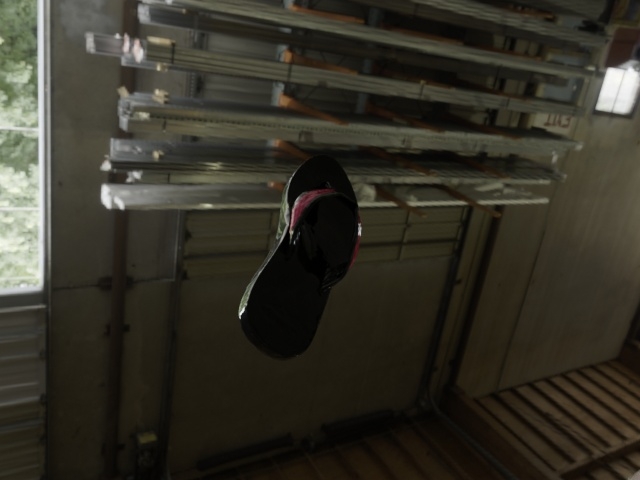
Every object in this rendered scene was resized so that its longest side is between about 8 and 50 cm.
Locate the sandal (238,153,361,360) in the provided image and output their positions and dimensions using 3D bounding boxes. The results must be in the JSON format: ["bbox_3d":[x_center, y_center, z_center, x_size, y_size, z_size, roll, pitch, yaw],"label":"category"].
[{"bbox_3d":[0.000,0.000,0.378,0.067,0.040,0.179,38,-140,-17],"label":"sandal"}]

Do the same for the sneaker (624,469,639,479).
[{"bbox_3d":[0.251,0.298,0.342,0.108,0.121,0.302,20,-148,-17],"label":"sneaker"}]
